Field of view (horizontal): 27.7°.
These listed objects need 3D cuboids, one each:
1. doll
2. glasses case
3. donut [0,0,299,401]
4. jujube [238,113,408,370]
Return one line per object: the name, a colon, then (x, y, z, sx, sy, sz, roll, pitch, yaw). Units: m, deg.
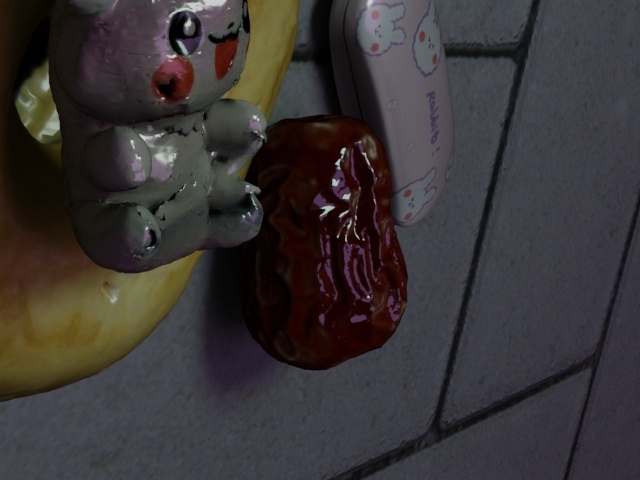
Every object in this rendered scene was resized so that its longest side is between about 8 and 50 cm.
doll: (-0.085, -0.075, 0.664, 0.149, 0.095, 0.192, -22, 122, -55)
glasses case: (0.072, -0.138, 1.241, 0.113, 0.075, 0.297, -50, 145, -30)
donut: (-0.185, -0.110, 0.761, 0.449, 0.198, 0.449, -34, 134, -44)
jujube: (0.000, 0.000, 1.156, 0.155, 0.155, 0.230, -24, 118, -48)
